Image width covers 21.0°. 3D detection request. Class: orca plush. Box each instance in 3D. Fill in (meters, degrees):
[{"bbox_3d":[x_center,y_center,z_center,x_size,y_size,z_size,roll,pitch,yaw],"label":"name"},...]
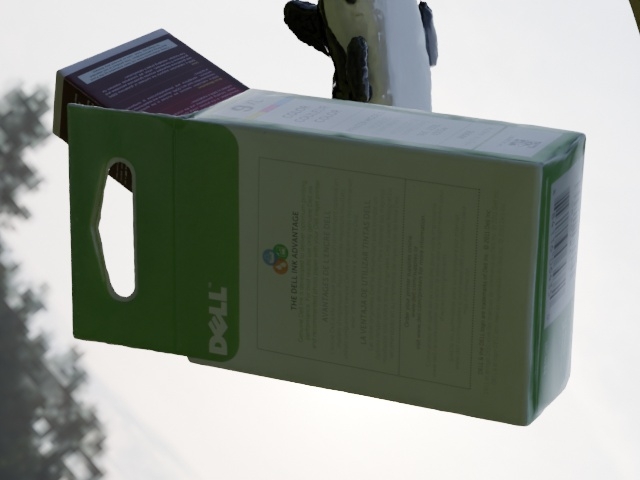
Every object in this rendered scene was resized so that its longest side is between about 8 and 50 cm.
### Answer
[{"bbox_3d":[0.007,-0.173,1.280,0.102,0.151,0.287,-2,-53,25],"label":"orca plush"}]

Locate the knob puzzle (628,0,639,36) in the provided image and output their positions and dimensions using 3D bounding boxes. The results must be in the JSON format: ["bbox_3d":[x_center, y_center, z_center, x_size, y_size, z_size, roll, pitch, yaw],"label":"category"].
[{"bbox_3d":[0.324,-0.118,1.202,0.213,0.030,0.213,10,-69,27],"label":"knob puzzle"}]

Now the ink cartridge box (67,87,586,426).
[{"bbox_3d":[0.000,0.000,0.718,0.209,0.062,0.109,9,-70,23],"label":"ink cartridge box"}]

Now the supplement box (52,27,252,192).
[{"bbox_3d":[-0.107,-0.083,1.494,0.239,0.130,0.073,36,-45,28],"label":"supplement box"}]
